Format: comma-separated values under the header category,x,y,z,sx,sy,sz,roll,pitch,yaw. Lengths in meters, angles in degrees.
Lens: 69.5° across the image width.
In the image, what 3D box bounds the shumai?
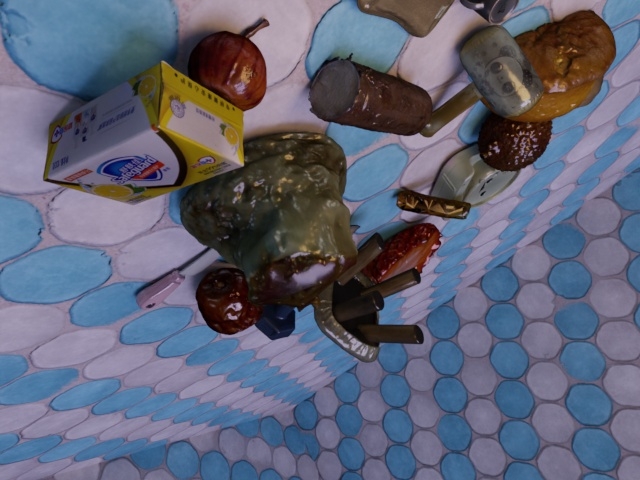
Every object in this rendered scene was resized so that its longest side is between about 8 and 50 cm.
category,x,y,z,sx,sy,sz,roll,pitch,yaw
shumai,-0.070,-0.020,0.988,0.397,0.324,0.324,-16,150,-25

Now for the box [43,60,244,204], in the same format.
category,x,y,z,sx,sy,sz,roll,pitch,yaw
box,-0.266,-0.144,0.699,0.264,0.097,0.168,-13,164,28

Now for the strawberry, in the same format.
category,x,y,z,sx,sy,sz,roll,pitch,yaw
strawberry,0.289,0.052,1.712,0.336,0.149,0.265,-45,145,8

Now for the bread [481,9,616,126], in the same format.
category,x,y,z,sx,sy,sz,roll,pitch,yaw
bread,0.557,-0.396,1.112,0.339,0.179,0.194,-24,155,-10

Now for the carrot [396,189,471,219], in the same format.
category,x,y,z,sx,sy,sz,roll,pitch,yaw
carrot,0.349,-0.108,1.422,0.228,0.069,0.069,11,152,6

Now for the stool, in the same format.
category,x,y,z,sx,sy,sz,roll,pitch,yaw
stool,0.160,0.182,1.439,0.226,0.311,0.310,-23,131,33

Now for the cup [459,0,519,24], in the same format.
category,x,y,z,sx,sy,sz,roll,pitch,yaw
cup,0.314,-0.456,0.869,0.100,0.077,0.078,-23,154,-12

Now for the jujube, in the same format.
category,x,y,z,sx,sy,sz,roll,pitch,yaw
jujube,-0.261,0.175,1.331,0.183,0.183,0.243,-26,147,-8

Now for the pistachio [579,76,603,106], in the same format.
category,x,y,z,sx,sy,sz,roll,pitch,yaw
pistachio,0.700,-0.428,1.285,0.184,0.125,0.124,-14,151,-16

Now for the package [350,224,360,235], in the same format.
category,x,y,z,sx,sy,sz,roll,pitch,yaw
package,0.000,0.000,1.415,0.231,0.040,0.166,-10,159,-27

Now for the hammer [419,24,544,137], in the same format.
category,x,y,z,sx,sy,sz,roll,pitch,yaw
hammer,0.334,-0.329,1.065,0.113,0.202,0.305,-43,-171,-39

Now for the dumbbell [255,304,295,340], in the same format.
category,x,y,z,sx,sy,sz,roll,pitch,yaw
dumbbell,-0.101,0.204,1.564,0.143,0.157,0.316,22,130,-22

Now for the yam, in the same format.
category,x,y,z,sx,sy,sz,roll,pitch,yaw
yam,0.115,-0.281,0.933,0.279,0.131,0.131,-3,144,-44

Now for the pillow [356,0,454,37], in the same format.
category,x,y,z,sx,sy,sz,roll,pitch,yaw
pillow,0.161,-0.433,0.804,0.217,0.033,0.130,-2,140,-44

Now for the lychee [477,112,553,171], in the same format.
category,x,y,z,sx,sy,sz,roll,pitch,yaw
lychee,0.534,-0.286,1.280,0.238,0.200,0.200,-34,157,-20

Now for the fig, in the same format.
category,x,y,z,sx,sy,sz,roll,pitch,yaw
fig,-0.137,-0.271,0.707,0.128,0.128,0.151,-6,119,-40

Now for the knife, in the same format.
category,x,y,z,sx,sy,sz,roll,pitch,yaw
knife,-0.338,0.080,1.217,0.335,0.043,0.081,-33,160,3

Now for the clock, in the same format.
category,x,y,z,sx,sy,sz,roll,pitch,yaw
clock,0.528,-0.210,1.500,0.323,0.109,0.265,-23,153,-14
